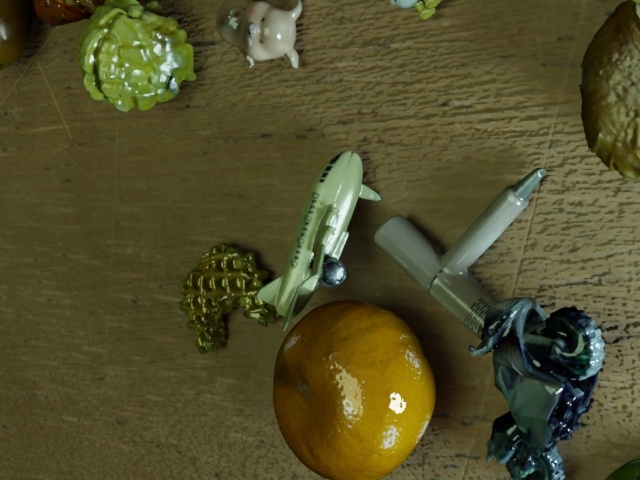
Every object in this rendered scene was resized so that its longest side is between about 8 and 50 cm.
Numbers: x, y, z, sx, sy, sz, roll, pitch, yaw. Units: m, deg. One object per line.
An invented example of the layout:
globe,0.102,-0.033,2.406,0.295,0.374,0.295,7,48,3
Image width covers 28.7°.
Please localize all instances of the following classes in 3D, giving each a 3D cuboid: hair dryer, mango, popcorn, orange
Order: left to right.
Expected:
mango,-0.545,-0.393,2.037,0.166,0.136,0.236,-6,91,29
popcorn,-0.262,-0.264,1.800,0.142,0.173,0.173,4,103,64
orange,0.045,0.193,1.608,0.240,0.171,0.240,12,106,46
hair dryer,0.179,-0.022,1.517,0.195,0.054,0.220,42,124,28

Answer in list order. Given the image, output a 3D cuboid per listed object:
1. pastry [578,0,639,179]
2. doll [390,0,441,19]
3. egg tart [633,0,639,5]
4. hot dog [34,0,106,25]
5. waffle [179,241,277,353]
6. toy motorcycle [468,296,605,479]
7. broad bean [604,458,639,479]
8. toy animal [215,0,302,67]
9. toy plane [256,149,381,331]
pastry,0.366,-0.150,1.286,0.229,0.100,0.218,-41,75,34
doll,0.095,-0.333,1.519,0.143,0.057,0.099,56,151,19
egg tart,0.397,-0.278,1.167,0.295,0.295,0.116,41,166,28
hot dog,-0.346,-0.411,1.823,0.257,0.150,0.153,-42,39,39
waffle,-0.142,0.089,1.836,0.194,0.051,0.149,-43,69,39
toy motorcycle,0.245,0.173,1.470,0.159,0.106,0.270,39,134,34
broad bean,0.390,0.273,1.405,0.227,0.039,0.069,-29,74,43
toy animal,-0.087,-0.292,1.686,0.150,0.089,0.083,29,140,31
toy plane,0.000,0.000,1.633,0.092,0.229,0.244,29,93,-9
